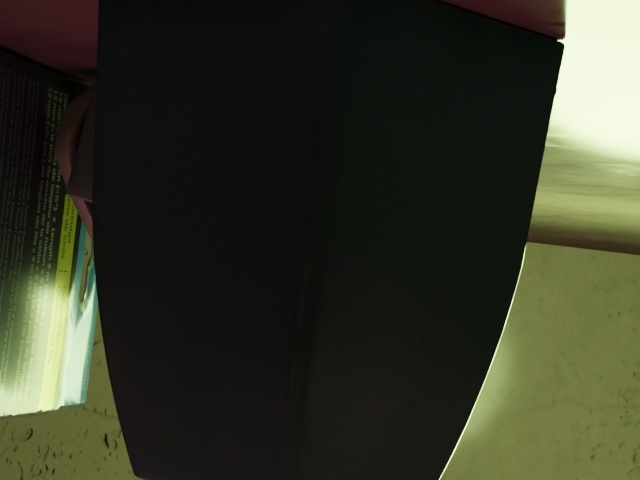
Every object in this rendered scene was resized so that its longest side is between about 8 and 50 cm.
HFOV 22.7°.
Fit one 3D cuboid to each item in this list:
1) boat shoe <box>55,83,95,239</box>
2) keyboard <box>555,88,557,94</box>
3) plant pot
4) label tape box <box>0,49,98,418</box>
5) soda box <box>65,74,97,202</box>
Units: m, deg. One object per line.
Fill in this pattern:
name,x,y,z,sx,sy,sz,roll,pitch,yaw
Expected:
boat shoe,-0.076,0.033,1.192,0.127,0.340,0.113,-38,-143,-26
keyboard,0.076,-0.086,0.945,0.108,0.023,0.180,1,177,1
plant pot,-0.008,0.007,0.770,0.166,0.234,0.165,6,178,44
label tape box,-0.257,-0.005,1.108,0.115,0.249,0.348,6,178,12
soda box,-0.020,-0.040,0.955,0.286,0.098,0.091,13,179,40
